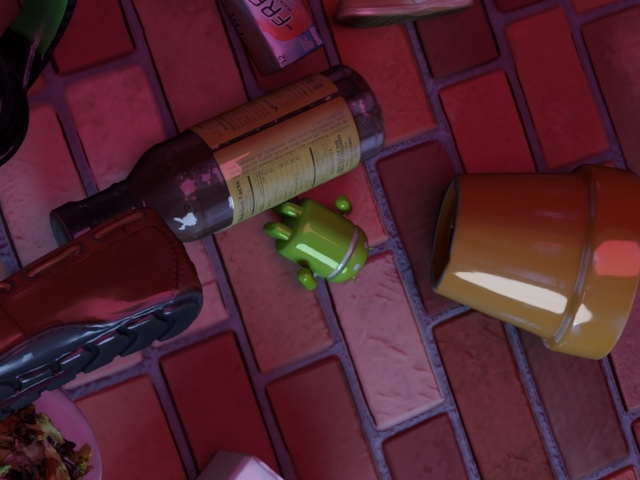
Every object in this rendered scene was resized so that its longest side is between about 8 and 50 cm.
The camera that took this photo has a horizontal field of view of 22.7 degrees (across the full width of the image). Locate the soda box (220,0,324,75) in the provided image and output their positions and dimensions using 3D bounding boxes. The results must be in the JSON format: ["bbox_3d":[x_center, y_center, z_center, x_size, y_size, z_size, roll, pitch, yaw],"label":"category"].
[{"bbox_3d":[-0.071,-0.263,1.637,0.058,0.063,0.183,-33,100,-20],"label":"soda box"}]

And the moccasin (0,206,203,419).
[{"bbox_3d":[-0.295,0.071,1.418,0.380,0.139,0.147,-26,70,-15],"label":"moccasin"}]

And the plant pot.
[{"bbox_3d":[0.221,0.009,1.683,0.187,0.205,0.205,11,83,-6],"label":"plant pot"}]

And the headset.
[{"bbox_3d":[-0.341,-0.102,1.433,0.185,0.243,0.394,41,103,11],"label":"headset"}]

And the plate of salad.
[{"bbox_3d":[-0.291,0.186,1.481,0.199,0.048,0.200,24,39,-20],"label":"plate of salad"}]

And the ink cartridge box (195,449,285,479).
[{"bbox_3d":[-0.094,0.351,1.575,0.172,0.100,0.237,42,74,-15],"label":"ink cartridge box"}]

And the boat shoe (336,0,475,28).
[{"bbox_3d":[0.086,-0.265,1.706,0.170,0.063,0.059,-12,89,-32],"label":"boat shoe"}]

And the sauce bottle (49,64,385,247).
[{"bbox_3d":[-0.103,-0.068,1.589,0.344,0.111,0.111,-24,96,-20],"label":"sauce bottle"}]

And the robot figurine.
[{"bbox_3d":[0.000,0.000,1.650,0.115,0.067,0.101,30,79,-19],"label":"robot figurine"}]
